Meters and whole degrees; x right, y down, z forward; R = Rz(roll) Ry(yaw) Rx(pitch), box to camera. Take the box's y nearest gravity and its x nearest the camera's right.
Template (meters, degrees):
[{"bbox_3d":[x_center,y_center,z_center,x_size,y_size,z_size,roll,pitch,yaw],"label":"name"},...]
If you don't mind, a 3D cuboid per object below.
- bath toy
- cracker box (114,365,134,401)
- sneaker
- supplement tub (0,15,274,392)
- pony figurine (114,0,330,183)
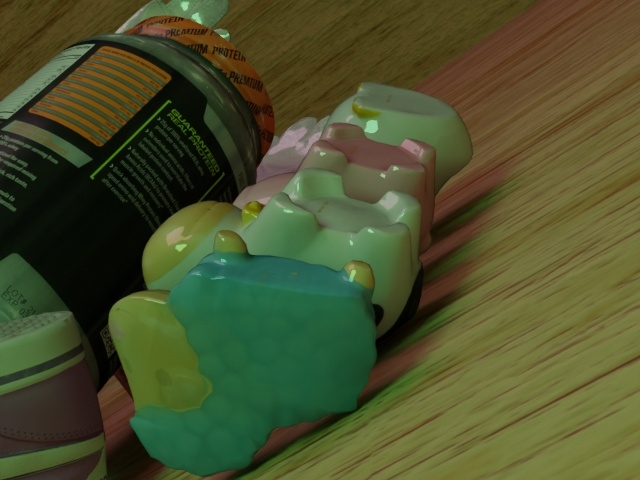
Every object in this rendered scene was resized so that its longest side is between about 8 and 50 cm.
[{"bbox_3d":[0.000,0.000,0.618,0.348,0.151,0.129,-51,-26,-62],"label":"bath toy"},{"bbox_3d":[-0.065,0.036,0.875,0.156,0.067,0.232,-30,10,41],"label":"cracker box"},{"bbox_3d":[-0.242,0.148,0.509,0.282,0.161,0.102,-14,9,-23],"label":"sneaker"},{"bbox_3d":[-0.175,-0.022,0.743,0.193,0.193,0.316,-27,19,49],"label":"supplement tub"},{"bbox_3d":[-0.172,-0.057,1.100,0.351,0.303,0.363,-37,-28,-18],"label":"pony figurine"}]
